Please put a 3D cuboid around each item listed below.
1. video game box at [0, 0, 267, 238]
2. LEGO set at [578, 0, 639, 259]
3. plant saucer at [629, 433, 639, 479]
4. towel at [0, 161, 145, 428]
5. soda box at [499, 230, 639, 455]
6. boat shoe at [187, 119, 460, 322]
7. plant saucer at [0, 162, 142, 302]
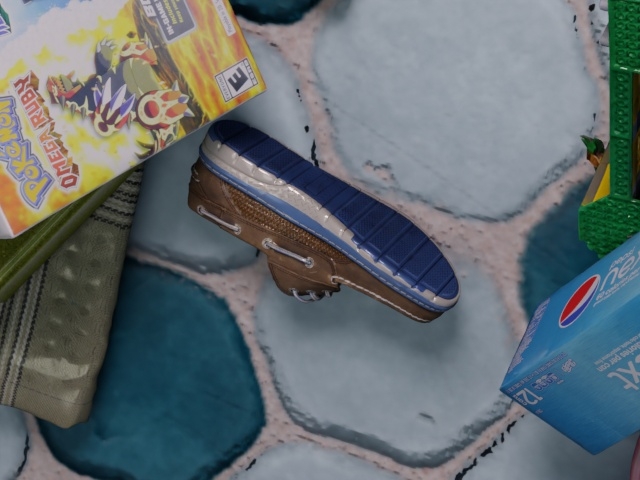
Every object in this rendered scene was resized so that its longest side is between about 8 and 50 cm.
[{"bbox_3d":[-0.147,-0.133,1.045,0.048,0.187,0.205,3,121,58],"label":"video game box"},{"bbox_3d":[0.294,-0.095,0.988,0.331,0.192,0.255,8,140,27],"label":"LEGO set"},{"bbox_3d":[0.323,0.184,1.032,0.332,0.084,0.332,16,133,18],"label":"plant saucer"},{"bbox_3d":[-0.256,-0.067,1.215,0.312,0.056,0.324,19,110,7],"label":"towel"},{"bbox_3d":[0.184,0.038,1.000,0.071,0.067,0.210,35,145,-8],"label":"soda box"},{"bbox_3d":[0.000,0.000,1.148,0.183,0.066,0.066,36,119,14],"label":"boat shoe"},{"bbox_3d":[-0.205,-0.051,1.108,0.188,0.045,0.188,34,115,-29],"label":"plant saucer"}]
